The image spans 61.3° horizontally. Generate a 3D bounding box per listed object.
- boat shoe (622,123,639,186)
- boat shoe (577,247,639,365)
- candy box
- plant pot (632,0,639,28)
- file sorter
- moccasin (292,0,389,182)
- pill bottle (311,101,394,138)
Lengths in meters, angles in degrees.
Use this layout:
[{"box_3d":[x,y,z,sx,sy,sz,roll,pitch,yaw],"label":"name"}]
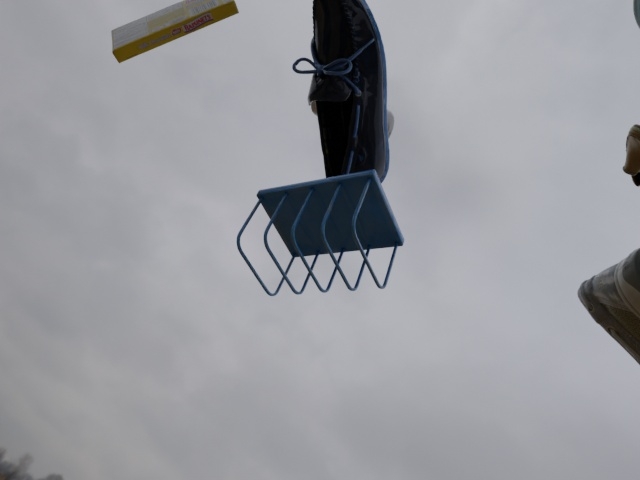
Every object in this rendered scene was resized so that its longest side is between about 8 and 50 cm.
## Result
[{"box_3d":[0.661,-0.165,1.115,0.190,0.072,0.068,34,17,-43],"label":"boat shoe"},{"box_3d":[0.411,0.148,0.555,0.320,0.118,0.103,48,-31,9],"label":"boat shoe"},{"box_3d":[-0.239,-0.354,0.875,0.105,0.206,0.027,-116,-177,-50],"label":"candy box"},{"box_3d":[0.404,-0.338,0.445,0.272,0.254,0.271,3,-14,1],"label":"plant pot"},{"box_3d":[0.000,0.000,0.684,0.171,0.104,0.118,-7,-50,28],"label":"file sorter"},{"box_3d":[0.040,-0.243,0.889,0.138,0.117,0.341,4,-68,53],"label":"moccasin"},{"box_3d":[0.090,-0.378,1.638,0.246,0.136,0.136,37,-36,30],"label":"pill bottle"}]
